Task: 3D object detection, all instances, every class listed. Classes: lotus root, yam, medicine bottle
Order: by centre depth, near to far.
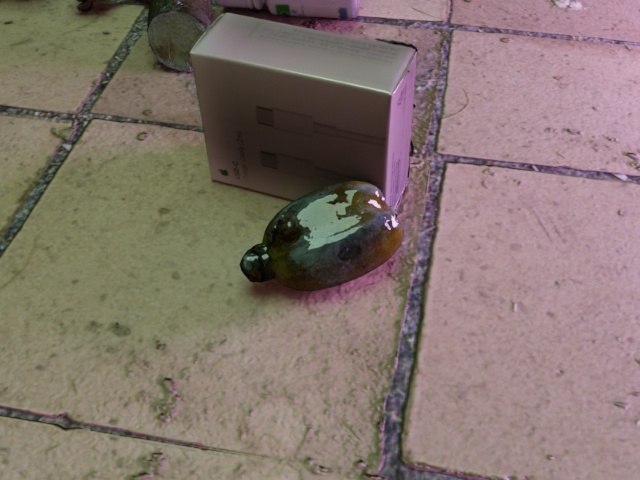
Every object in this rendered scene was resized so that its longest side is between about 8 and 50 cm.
[{"bbox_3d":[0.000,0.000,0.903,0.192,0.088,0.113,-23,72,-10],"label":"lotus root"},{"bbox_3d":[-0.218,-0.352,1.240,0.107,0.107,0.183,-5,44,-3],"label":"yam"},{"bbox_3d":[-0.052,-0.434,1.288,0.237,0.139,0.139,3,47,6],"label":"medicine bottle"}]

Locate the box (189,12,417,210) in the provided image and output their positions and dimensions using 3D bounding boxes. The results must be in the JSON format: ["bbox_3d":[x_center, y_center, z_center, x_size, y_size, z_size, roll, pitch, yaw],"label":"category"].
[{"bbox_3d":[-0.016,-0.149,0.967,0.252,0.203,0.106,16,50,15],"label":"box"}]

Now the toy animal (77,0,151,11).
[{"bbox_3d":[-0.318,-0.446,1.341,0.208,0.100,0.103,-19,26,-5],"label":"toy animal"}]
